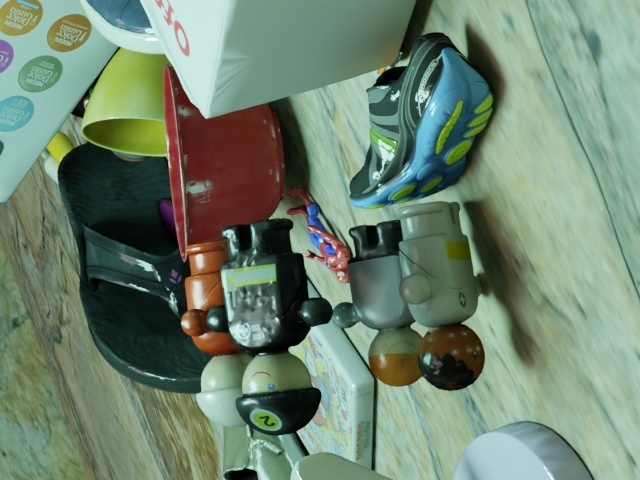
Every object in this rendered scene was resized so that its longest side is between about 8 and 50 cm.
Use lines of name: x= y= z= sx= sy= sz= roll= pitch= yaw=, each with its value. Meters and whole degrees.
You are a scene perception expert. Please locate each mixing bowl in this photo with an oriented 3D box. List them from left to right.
mixing bowl: x=-0.087 y=-0.075 z=1.512 sx=0.181 sy=0.098 sz=0.181 roll=174 pitch=90 yaw=-81

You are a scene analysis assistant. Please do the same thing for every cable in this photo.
cable: x=-0.306 y=-0.051 z=2.239 sx=0.287 sy=0.072 sz=0.139 roll=47 pitch=155 yaw=51

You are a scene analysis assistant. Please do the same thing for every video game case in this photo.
video game case: x=-0.008 y=0.134 z=1.628 sx=0.206 sy=0.026 sz=0.227 roll=90 pitch=155 yaw=-43

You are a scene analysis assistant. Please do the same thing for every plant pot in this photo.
plant pot: x=-0.179 y=-0.152 z=1.721 sx=0.134 sy=0.134 sz=0.095 roll=141 pitch=135 yaw=-71

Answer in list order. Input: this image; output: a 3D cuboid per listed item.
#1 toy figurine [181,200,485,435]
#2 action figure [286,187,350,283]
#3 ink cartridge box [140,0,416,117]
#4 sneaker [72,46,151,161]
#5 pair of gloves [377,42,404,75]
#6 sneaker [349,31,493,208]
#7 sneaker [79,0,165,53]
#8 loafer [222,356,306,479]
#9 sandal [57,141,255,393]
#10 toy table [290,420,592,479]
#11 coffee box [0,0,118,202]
toy figurine: x=0.010 y=0.060 z=1.211 sx=0.213 sy=0.210 sz=0.148 roll=160 pitch=103 yaw=-71
action figure: x=0.000 y=0.000 z=1.477 sx=0.115 sy=0.030 sz=0.038 roll=53 pitch=149 yaw=40
ink cartridge box: x=-0.039 y=-0.313 z=1.058 sx=0.285 sy=0.166 sz=0.395 roll=64 pitch=158 yaw=24
sneaker: x=-0.242 y=-0.177 z=1.894 sx=0.135 sy=0.098 sz=0.276 roll=95 pitch=153 yaw=-49
pair of gloves: x=0.062 y=-0.128 z=1.200 sx=0.074 sy=0.010 sz=0.083 roll=108 pitch=142 yaw=-56
sneaker: x=0.065 y=-0.080 z=1.157 sx=0.078 sy=0.067 sz=0.188 roll=66 pitch=155 yaw=21
sneaker: x=-0.192 y=-0.318 z=1.558 sx=0.148 sy=0.131 sz=0.350 roll=85 pitch=158 yaw=-47
loafer: x=-0.070 y=0.222 z=1.778 sx=0.094 sy=0.087 sz=0.251 roll=86 pitch=158 yaw=-59
sandal: x=-0.203 y=0.004 z=1.820 sx=0.445 sy=0.168 sz=0.107 roll=-124 pitch=20 yaw=-46
toy table: x=0.099 y=0.255 z=1.225 sx=0.252 sy=0.161 sz=0.274 roll=58 pitch=157 yaw=35
coffee box: x=-0.444 y=-0.295 z=1.784 sx=0.334 sy=0.338 sz=0.338 roll=-50 pitch=50 yaw=22
